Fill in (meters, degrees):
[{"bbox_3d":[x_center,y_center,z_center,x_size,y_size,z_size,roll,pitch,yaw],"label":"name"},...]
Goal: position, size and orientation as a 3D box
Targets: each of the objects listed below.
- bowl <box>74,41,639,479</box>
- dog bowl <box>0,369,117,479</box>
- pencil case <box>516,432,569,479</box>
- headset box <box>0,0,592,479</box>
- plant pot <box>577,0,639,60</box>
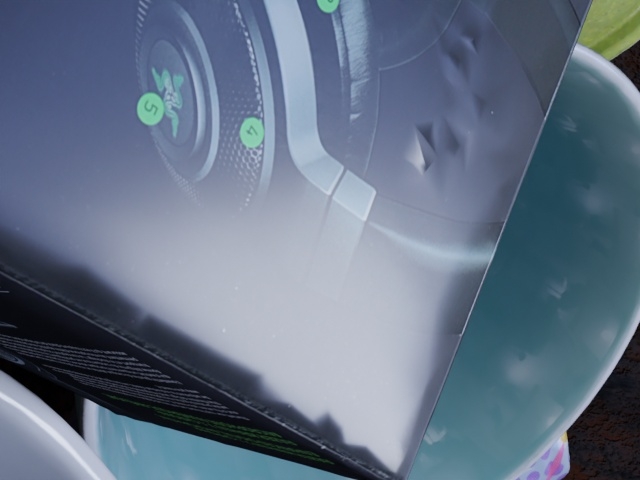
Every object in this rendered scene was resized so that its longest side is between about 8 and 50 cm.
[{"bbox_3d":[0.000,0.000,0.794,0.311,0.163,0.311,-18,132,-21],"label":"bowl"},{"bbox_3d":[-0.143,0.155,0.391,0.265,0.104,0.265,29,52,-46],"label":"dog bowl"},{"bbox_3d":[0.008,0.138,0.925,0.273,0.124,0.113,-22,137,-21],"label":"pencil case"},{"bbox_3d":[-0.054,-0.104,0.382,0.283,0.131,0.246,32,73,-36],"label":"headset box"},{"bbox_3d":[0.049,-0.233,0.808,0.254,0.276,0.276,22,80,-64],"label":"plant pot"}]
